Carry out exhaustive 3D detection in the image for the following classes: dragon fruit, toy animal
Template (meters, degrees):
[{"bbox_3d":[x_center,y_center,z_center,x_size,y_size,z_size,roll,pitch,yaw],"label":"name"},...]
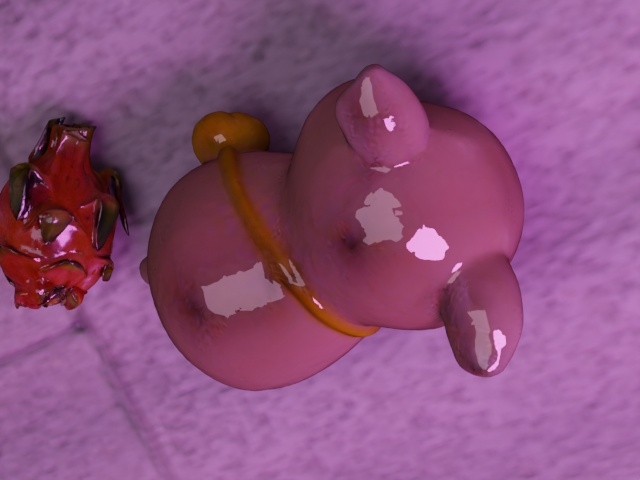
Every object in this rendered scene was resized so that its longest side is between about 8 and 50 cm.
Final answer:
[{"bbox_3d":[-0.165,-0.017,0.980,0.081,0.086,0.116,19,112,60],"label":"dragon fruit"},{"bbox_3d":[-0.002,-0.002,0.879,0.248,0.149,0.165,-23,112,41],"label":"toy animal"}]
